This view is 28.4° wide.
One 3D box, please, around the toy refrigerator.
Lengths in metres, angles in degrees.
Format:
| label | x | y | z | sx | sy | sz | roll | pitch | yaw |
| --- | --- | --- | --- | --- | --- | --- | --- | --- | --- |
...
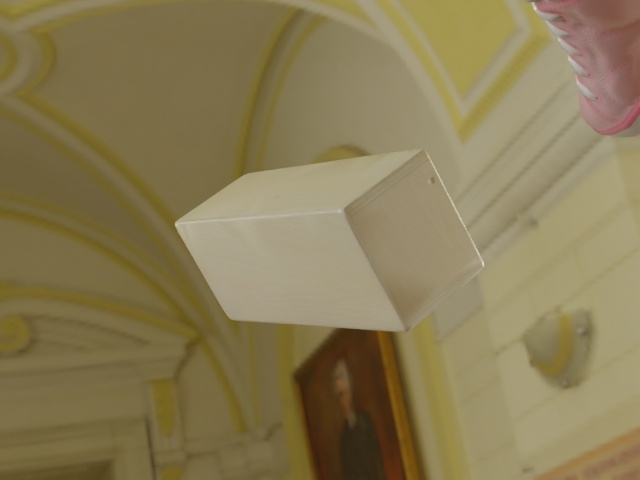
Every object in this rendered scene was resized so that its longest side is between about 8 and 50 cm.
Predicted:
| label | x | y | z | sx | sy | sz | roll | pitch | yaw |
| --- | --- | --- | --- | --- | --- | --- | --- | --- | --- |
| toy refrigerator | 0.000 | 0.000 | 0.986 | 0.094 | 0.102 | 0.269 | -37 | 16 | -27 |

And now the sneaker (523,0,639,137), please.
| label | x | y | z | sx | sy | sz | roll | pitch | yaw |
| --- | --- | --- | --- | --- | --- | --- | --- | --- | --- |
| sneaker | 0.076 | -0.074 | 0.352 | 0.070 | 0.051 | 0.134 | 5 | -22 | -3 |
